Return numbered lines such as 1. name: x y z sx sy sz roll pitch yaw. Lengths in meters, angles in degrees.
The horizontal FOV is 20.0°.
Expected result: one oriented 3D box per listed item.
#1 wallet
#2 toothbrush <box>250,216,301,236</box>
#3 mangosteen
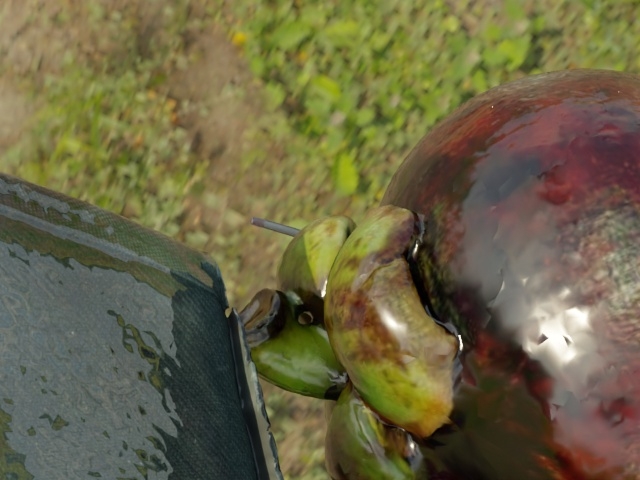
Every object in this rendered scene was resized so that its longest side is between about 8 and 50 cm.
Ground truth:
1. wallet: -0.099 0.131 0.772 0.237 0.075 0.342 18 45 -44
2. toothbrush: 0.000 0.000 1.160 0.097 0.008 0.006 16 76 -18
3. mangosteen: 0.135 0.047 1.037 0.311 0.311 0.311 7 65 -14
